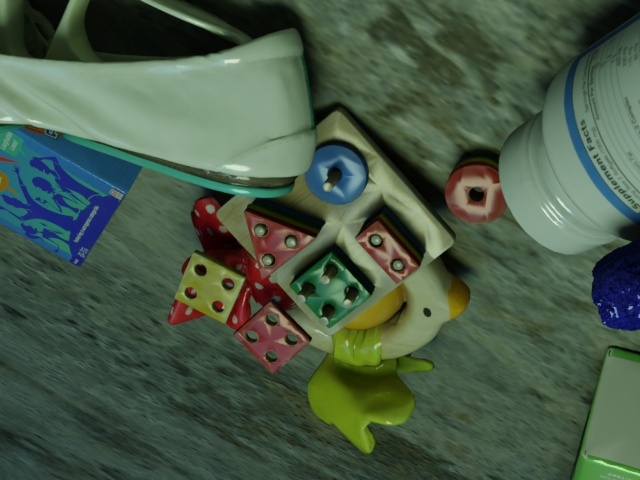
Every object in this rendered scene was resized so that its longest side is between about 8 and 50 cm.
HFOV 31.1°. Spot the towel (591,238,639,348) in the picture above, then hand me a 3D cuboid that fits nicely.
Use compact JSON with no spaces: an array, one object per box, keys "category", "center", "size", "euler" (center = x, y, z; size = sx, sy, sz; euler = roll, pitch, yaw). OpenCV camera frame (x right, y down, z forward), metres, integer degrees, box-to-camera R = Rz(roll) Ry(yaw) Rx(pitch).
[{"category":"towel","center":[0.320,-0.008,0.588],"size":[0.227,0.076,0.308],"euler":[2,159,-42]}]

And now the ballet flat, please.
[{"category":"ballet flat","center":[-0.191,-0.130,0.812],"size":[0.400,0.139,0.139],"euler":[11,145,11]}]

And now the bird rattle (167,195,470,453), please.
[{"category":"bird rattle","center":[0.008,0.035,0.957],"size":[0.253,0.143,0.207],"euler":[45,131,-9]}]

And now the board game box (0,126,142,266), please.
[{"category":"board game box","center":[-0.271,-0.074,0.991],"size":[0.210,0.047,0.160],"euler":[30,146,-10]}]

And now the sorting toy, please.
[{"category":"sorting toy","center":[0.000,0.000,0.853],"size":[0.274,0.046,0.132],"euler":[-38,99,26]}]

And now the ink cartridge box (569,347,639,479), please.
[{"category":"ink cartridge box","center":[0.318,0.232,1.010],"size":[0.198,0.115,0.273],"euler":[14,146,13]}]

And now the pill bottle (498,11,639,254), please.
[{"category":"pill bottle","center":[0.204,-0.071,0.644],"size":[0.124,0.124,0.221],"euler":[33,146,-16]}]
